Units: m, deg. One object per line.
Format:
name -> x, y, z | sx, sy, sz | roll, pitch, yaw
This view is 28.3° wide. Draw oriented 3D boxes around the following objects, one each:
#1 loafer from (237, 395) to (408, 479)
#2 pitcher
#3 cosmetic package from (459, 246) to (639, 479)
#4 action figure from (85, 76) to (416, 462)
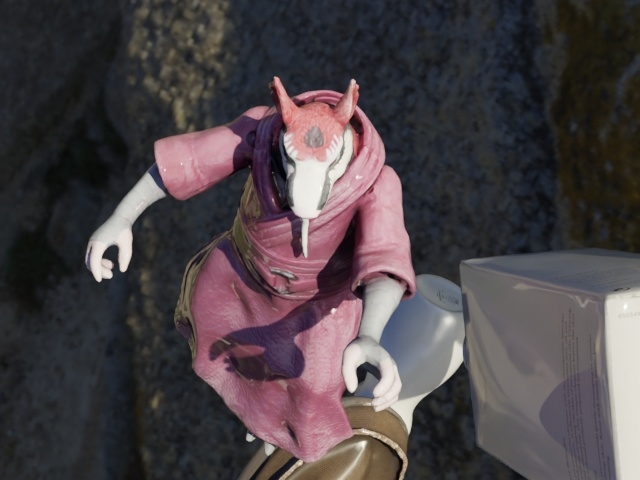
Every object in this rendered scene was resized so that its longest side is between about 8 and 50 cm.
loafer -> -0.041, 0.308, 1.212 | 0.366, 0.134, 0.130 | -48, 28, 6
pitcher -> 0.116, 0.136, 1.673 | 0.178, 0.125, 0.207 | -94, 25, -59
cosmetic package -> 0.248, 0.115, 1.106 | 0.365, 0.155, 0.197 | -156, 59, -79
action figure -> 0.000, 0.000, 0.929 | 0.276, 0.248, 0.370 | -47, -16, -34
